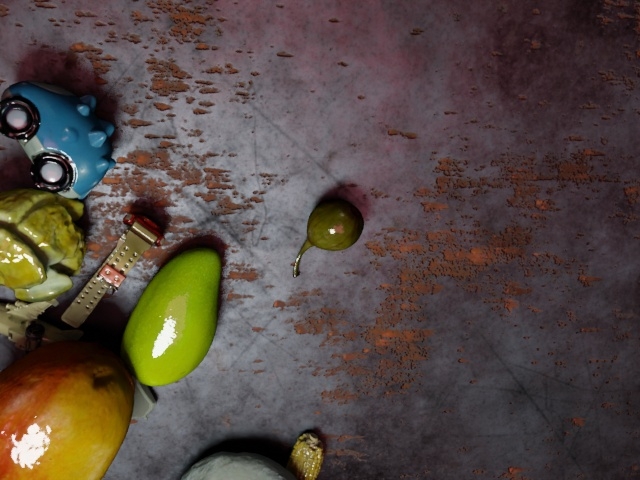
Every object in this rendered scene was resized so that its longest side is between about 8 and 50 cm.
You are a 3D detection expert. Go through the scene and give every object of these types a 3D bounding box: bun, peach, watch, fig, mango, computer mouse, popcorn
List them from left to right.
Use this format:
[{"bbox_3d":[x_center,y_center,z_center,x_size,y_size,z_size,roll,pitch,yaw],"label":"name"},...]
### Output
[{"bbox_3d":[-0.628,0.016,1.339,0.277,0.225,0.276,4,134,5],"label":"popcorn"},{"bbox_3d":[-0.549,0.374,1.331,0.290,0.373,0.372,28,105,30],"label":"peach"},{"bbox_3d":[-0.444,0.063,1.381,0.102,0.165,0.268,38,62,-15],"label":"watch"},{"bbox_3d":[-0.459,0.361,1.550,0.089,0.056,0.181,-24,115,5],"label":"computer mouse"},{"bbox_3d":[-0.322,0.171,1.460,0.192,0.156,0.343,24,98,-21],"label":"mango"},{"bbox_3d":[-0.198,0.683,1.574,0.355,0.194,0.354,4,107,11],"label":"bun"},{"bbox_3d":[0.000,0.000,1.495,0.124,0.124,0.236,35,123,-16],"label":"fig"}]

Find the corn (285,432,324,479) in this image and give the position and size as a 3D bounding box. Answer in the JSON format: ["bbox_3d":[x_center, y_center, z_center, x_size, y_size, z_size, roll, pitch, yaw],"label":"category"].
[{"bbox_3d":[-0.062,0.628,1.673,0.087,0.086,0.288,17,106,-12],"label":"corn"}]

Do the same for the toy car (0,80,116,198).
[{"bbox_3d":[-0.520,-0.214,1.303,0.190,0.188,0.255,-33,102,-10],"label":"toy car"}]

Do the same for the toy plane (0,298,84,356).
[{"bbox_3d":[-0.658,0.200,1.446,0.256,0.104,0.241,15,130,-8],"label":"toy plane"}]
